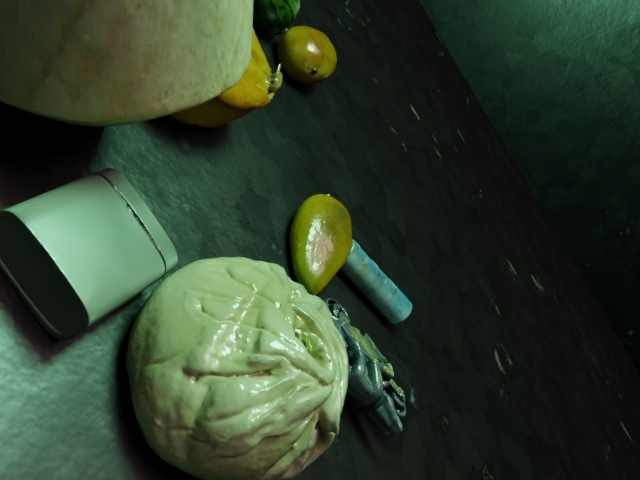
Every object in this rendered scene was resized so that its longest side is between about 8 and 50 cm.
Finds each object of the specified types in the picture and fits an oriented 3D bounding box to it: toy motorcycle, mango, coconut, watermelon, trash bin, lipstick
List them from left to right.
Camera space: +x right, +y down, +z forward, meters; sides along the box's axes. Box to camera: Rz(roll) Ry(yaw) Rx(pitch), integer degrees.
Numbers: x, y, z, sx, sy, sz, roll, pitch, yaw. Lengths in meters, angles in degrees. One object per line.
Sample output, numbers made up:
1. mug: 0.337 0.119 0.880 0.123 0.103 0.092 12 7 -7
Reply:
1. trash bin: -0.201 0.006 0.550 0.116 0.059 0.130 56 28 -6
2. coconut: -0.196 -0.232 0.565 0.329 0.329 0.328 41 33 -34
3. watermelon: -0.082 -0.419 1.125 0.109 0.109 0.109 41 33 -34
4. mango: -0.020 -0.346 1.180 0.115 0.089 0.165 50 24 0
5. mango: 0.000 0.000 0.906 0.101 0.066 0.187 46 39 -26
6. toy motorcycle: 0.047 0.164 0.822 0.193 0.061 0.124 57 20 5
7. lipstick: 0.081 0.065 0.993 0.158 0.048 0.048 47 30 -24

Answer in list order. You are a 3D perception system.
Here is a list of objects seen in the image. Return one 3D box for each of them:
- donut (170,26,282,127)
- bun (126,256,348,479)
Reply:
1. donut: -0.162 -0.262 0.815 0.253 0.118 0.253 39 37 -37
2. bun: -0.060 0.115 0.599 0.229 0.145 0.229 39 37 -38
